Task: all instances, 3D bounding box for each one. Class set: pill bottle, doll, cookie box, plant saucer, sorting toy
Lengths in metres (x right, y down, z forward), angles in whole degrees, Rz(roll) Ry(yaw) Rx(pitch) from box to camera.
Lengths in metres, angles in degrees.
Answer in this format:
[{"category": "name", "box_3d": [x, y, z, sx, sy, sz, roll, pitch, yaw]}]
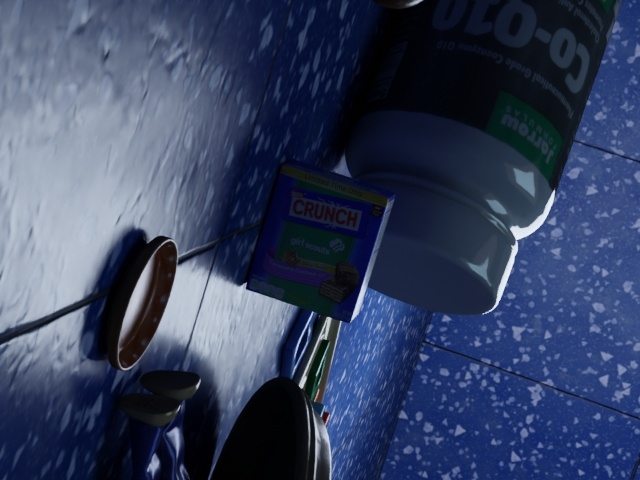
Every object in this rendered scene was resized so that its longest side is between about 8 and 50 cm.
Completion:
[{"category": "pill bottle", "box_3d": [0.145, -0.125, 1.394, 0.204, 0.204, 0.361, 84, 26, -69]}, {"category": "doll", "box_3d": [-0.104, 0.186, 0.952, 0.129, 0.046, 0.189, -49, 140, -65]}, {"category": "cookie box", "box_3d": [0.000, 0.000, 1.163, 0.040, 0.092, 0.107, -43, 151, -77]}, {"category": "plant saucer", "box_3d": [-0.107, 0.036, 0.862, 0.083, 0.013, 0.083, 19, 90, -80]}, {"category": "plant saucer", "box_3d": [-0.055, 0.247, 1.170, 0.278, 0.041, 0.278, -161, -90, -76]}, {"category": "sorting toy", "box_3d": [-0.018, 0.198, 1.582, 0.196, 0.047, 0.348, -59, 165, -51]}]

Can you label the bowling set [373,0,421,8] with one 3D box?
[{"category": "bowling set", "box_3d": [0.052, -0.262, 0.895, 0.200, 0.154, 0.287, -52, 172, 0]}]
